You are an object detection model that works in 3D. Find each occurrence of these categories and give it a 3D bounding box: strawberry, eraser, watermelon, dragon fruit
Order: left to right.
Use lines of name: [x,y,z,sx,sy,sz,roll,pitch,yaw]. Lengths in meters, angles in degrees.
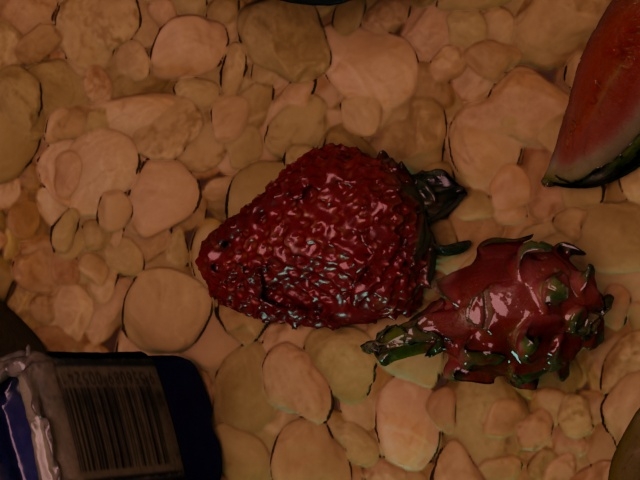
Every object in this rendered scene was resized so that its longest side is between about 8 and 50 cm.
eraser: [-0.210,0.182,1.777,0.101,0.332,0.155,-18,80,20]
strawberry: [0.000,0.000,1.831,0.286,0.106,0.188,-20,77,19]
dragon fruit: [0.154,0.076,1.748,0.236,0.137,0.135,-22,63,17]
watermelon: [0.288,-0.149,1.760,0.119,0.063,0.245,27,97,34]

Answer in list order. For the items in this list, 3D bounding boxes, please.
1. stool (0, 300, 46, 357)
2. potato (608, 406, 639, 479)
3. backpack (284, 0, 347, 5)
stool: [-0.424,0.180,1.944,0.179,0.179,0.264,43,102,19]
potato: [0.343,0.196,1.671,0.157,0.157,0.194,14,78,22]
backpack: [-0.018,-0.460,1.800,0.363,0.255,0.446,17,106,23]
